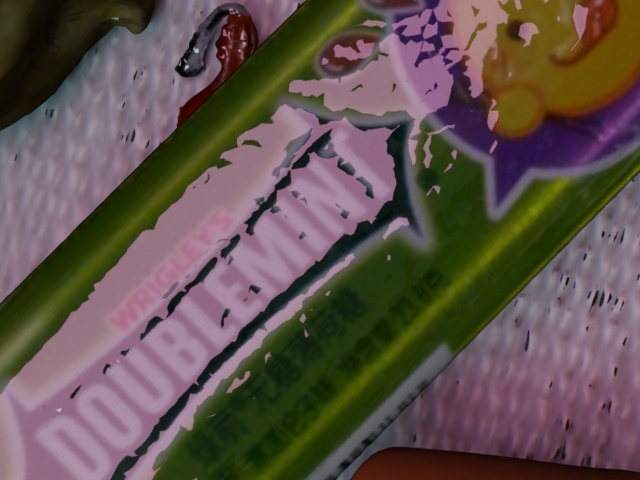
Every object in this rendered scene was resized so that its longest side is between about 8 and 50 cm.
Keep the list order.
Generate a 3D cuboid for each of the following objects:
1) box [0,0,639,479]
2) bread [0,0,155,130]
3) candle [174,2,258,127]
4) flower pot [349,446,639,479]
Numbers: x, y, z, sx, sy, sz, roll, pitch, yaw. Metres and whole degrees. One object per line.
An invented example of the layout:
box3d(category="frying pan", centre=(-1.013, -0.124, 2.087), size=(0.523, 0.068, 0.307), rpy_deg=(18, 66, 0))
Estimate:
box3d(category="box", centre=(0.000, 0.000, 0.607), size=(0.345, 0.097, 0.134), rpy_deg=(-44, 93, -2))
box3d(category="bread", centre=(-0.167, -0.149, 0.596), size=(0.238, 0.252, 0.196), rpy_deg=(-40, 80, 10))
box3d(category="candle", centre=(-0.044, -0.014, 0.676), size=(0.053, 0.048, 0.162), rpy_deg=(9, 92, -18))
box3d(category="flower pot", centre=(0.077, 0.160, 0.577), size=(0.173, 0.190, 0.190), rpy_deg=(17, 91, 21))
